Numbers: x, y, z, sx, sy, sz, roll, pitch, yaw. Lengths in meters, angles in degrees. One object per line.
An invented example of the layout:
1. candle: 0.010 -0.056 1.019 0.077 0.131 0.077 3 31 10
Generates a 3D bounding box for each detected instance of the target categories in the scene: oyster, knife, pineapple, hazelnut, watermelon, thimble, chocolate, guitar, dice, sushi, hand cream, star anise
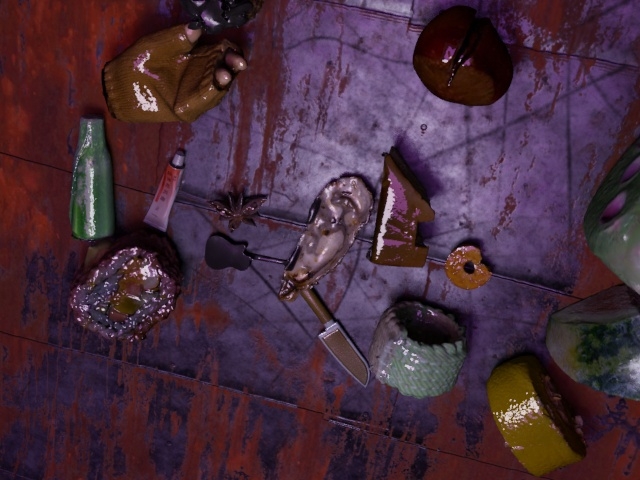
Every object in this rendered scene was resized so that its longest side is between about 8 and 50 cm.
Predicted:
1. oyster: 0.003 0.001 1.647 0.129 0.078 0.345 33 106 -1
2. knife: 0.025 0.223 1.751 0.061 0.027 0.343 -34 103 11
3. pineapple: -0.190 -0.464 1.422 0.119 0.237 0.111 -29 108 26
4. hazelnut: 0.282 -0.353 1.408 0.204 0.178 0.178 29 114 -5
5. watermelon: 0.636 0.228 1.534 0.232 0.310 0.193 -35 103 -17
6. thimble: 0.215 0.240 1.612 0.219 0.219 0.150 18 116 5
7. chocolate: -0.536 -0.148 1.698 0.110 0.110 0.291 9 110 9
8. guitar: -0.164 0.042 1.725 0.233 0.025 0.088 11 112 9
9. dice: 0.707 -0.041 1.334 0.318 0.330 0.322 33 116 0
10. sushi: -0.463 0.093 1.719 0.270 0.171 0.236 -41 114 17
11. hand cream: -0.364 -0.118 1.708 0.052 0.038 0.216 41 121 25
12. star anise: -0.179 -0.074 1.670 0.129 0.056 0.124 -22 129 15

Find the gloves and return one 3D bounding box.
1. gloves: -0.307 -0.349 1.535 0.357 0.155 0.203 -3 104 30

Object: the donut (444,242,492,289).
1. donut: 0.327 0.056 1.611 0.097 0.043 0.108 -18 107 18

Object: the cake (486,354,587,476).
1. cake: 0.485 0.397 1.633 0.156 0.179 0.260 -34 101 21

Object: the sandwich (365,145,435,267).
1. sandwich: 0.174 -0.072 1.543 0.128 0.122 0.235 6 114 -2
